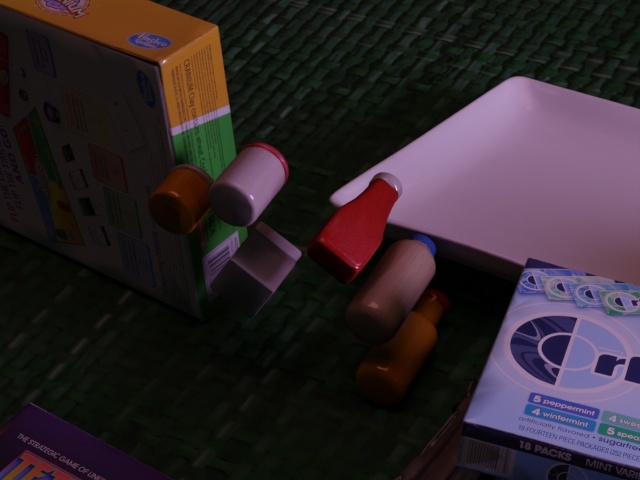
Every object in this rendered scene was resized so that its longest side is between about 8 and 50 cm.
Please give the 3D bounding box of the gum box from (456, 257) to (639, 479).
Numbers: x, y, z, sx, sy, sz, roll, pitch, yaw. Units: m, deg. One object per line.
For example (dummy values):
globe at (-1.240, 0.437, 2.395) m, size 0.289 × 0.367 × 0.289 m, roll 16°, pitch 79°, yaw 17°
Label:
gum box at (0.185, 0.093, 1.259) m, size 0.157 × 0.041 × 0.184 m, roll 14°, pitch 37°, yaw 11°

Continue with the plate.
plate at (0.194, -0.031, 1.532) m, size 0.278 × 0.045 × 0.277 m, roll 19°, pitch 35°, yaw 31°

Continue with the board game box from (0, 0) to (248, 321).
board game box at (-0.203, -0.097, 1.552) m, size 0.316 × 0.242 × 0.064 m, roll 24°, pitch 47°, yaw 32°

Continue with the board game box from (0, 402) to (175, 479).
board game box at (-0.183, 0.195, 1.337) m, size 0.170 × 0.048 × 0.141 m, roll 22°, pitch 48°, yaw 32°

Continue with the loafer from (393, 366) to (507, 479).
loafer at (0.106, 0.131, 1.338) m, size 0.084 × 0.096 × 0.267 m, roll 13°, pitch 44°, yaw 33°

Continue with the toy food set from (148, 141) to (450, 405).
toy food set at (0.000, 0.000, 1.428) m, size 0.232 × 0.111 × 0.104 m, roll 37°, pitch 47°, yaw -1°
